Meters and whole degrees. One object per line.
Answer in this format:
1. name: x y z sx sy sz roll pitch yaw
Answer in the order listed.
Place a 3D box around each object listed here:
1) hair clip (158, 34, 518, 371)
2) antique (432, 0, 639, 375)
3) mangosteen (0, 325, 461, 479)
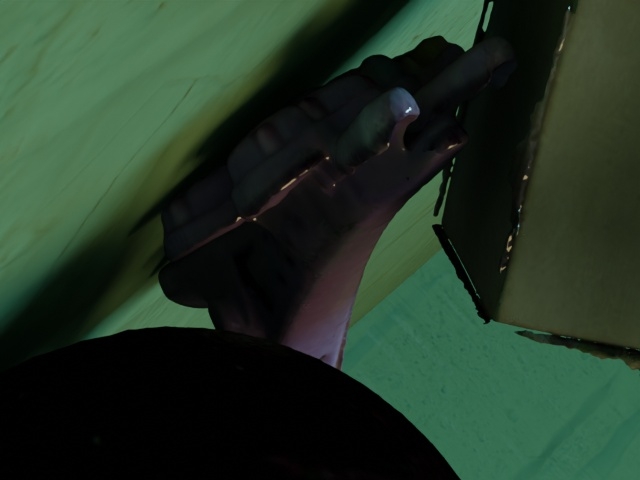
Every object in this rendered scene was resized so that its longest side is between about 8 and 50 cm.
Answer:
1. hair clip: -0.008 -0.010 0.799 0.137 0.090 0.278 -26 160 -26
2. antique: 0.134 -0.039 0.763 0.147 0.148 0.152 -110 -149 -72
3. mangosteen: -0.057 0.169 0.775 0.297 0.297 0.313 -45 -171 21
